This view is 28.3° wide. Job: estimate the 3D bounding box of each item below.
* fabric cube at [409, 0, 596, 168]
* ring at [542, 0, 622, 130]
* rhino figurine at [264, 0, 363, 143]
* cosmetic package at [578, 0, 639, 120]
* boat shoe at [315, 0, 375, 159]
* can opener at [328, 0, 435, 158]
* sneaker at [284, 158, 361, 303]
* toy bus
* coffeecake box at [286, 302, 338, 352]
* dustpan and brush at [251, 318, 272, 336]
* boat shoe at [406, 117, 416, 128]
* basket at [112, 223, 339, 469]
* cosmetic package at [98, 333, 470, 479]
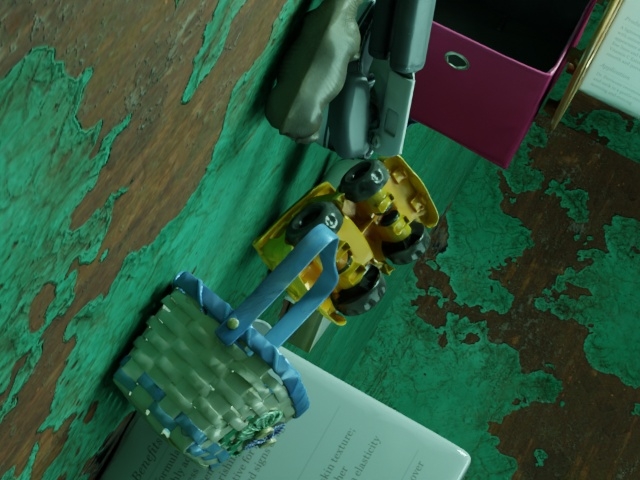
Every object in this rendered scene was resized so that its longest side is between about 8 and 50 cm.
[{"bbox_3d":[0.233,-0.307,1.803,0.259,0.254,0.258,-58,172,-25],"label":"fabric cube"},{"bbox_3d":[0.390,-0.309,1.770,0.337,0.032,0.336,-60,171,-16],"label":"ring"},{"bbox_3d":[0.008,-0.218,1.390,0.243,0.073,0.106,-65,173,12],"label":"rhino figurine"},{"bbox_3d":[0.454,-0.252,1.705,0.184,0.151,0.151,-63,172,12],"label":"cosmetic package"},{"bbox_3d":[0.054,-0.201,1.589,0.108,0.102,0.301,-56,169,-32],"label":"boat shoe"},{"bbox_3d":[0.071,-0.220,1.450,0.095,0.076,0.283,-18,129,-35],"label":"can opener"},{"bbox_3d":[0.001,-0.003,1.908,0.235,0.094,0.153,-56,-178,28],"label":"sneaker"},{"bbox_3d":[0.018,-0.012,1.732,0.220,0.149,0.211,-44,-154,-18],"label":"toy bus"},{"bbox_3d":[0.008,0.091,2.310,0.185,0.068,0.142,-51,166,-50],"label":"coffeecake box"},{"bbox_3d":[-0.104,0.186,1.996,0.147,0.060,0.211,-63,171,7],"label":"dustpan and brush"},{"bbox_3d":[0.149,-0.226,2.046,0.089,0.109,0.258,-57,168,-8],"label":"boat shoe"},{"bbox_3d":[-0.083,0.117,1.455,0.289,0.201,0.255,-50,168,-10],"label":"basket"},{"bbox_3d":[-0.050,0.342,1.685,0.329,0.393,0.327,-59,169,-10],"label":"cosmetic package"}]
